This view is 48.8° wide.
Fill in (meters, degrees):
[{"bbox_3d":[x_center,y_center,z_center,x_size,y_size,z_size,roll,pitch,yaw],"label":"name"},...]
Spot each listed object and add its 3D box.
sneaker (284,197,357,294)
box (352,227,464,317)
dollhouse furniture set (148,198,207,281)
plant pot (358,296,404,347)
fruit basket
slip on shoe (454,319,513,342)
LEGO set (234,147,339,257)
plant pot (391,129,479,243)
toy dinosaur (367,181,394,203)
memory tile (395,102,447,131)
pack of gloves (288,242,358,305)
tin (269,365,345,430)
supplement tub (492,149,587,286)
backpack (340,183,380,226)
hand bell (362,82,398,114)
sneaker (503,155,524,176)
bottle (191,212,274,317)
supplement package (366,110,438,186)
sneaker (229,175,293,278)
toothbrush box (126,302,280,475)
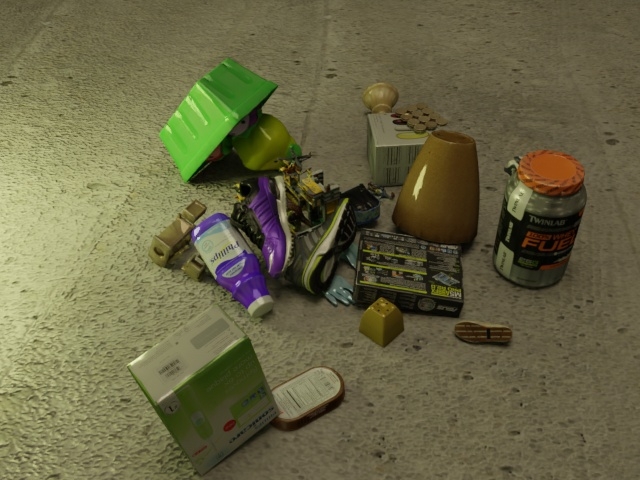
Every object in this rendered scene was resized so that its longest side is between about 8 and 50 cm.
[{"bbox_3d":[0.000,0.000,1.829,0.121,0.111,0.300,10,51,29],"label":"sneaker"},{"bbox_3d":[0.223,0.078,1.788,0.269,0.060,0.216,9,42,0],"label":"box"},{"bbox_3d":[-0.340,0.013,1.903,0.161,0.101,0.182,37,49,4],"label":"dollhouse furniture set"},{"bbox_3d":[0.146,0.185,1.673,0.081,0.083,0.081,31,50,32],"label":"plant pot"},{"bbox_3d":[-0.243,-0.309,2.115,0.391,0.392,0.283,18,44,21],"label":"fruit basket"},{"bbox_3d":[0.385,0.214,1.670,0.135,0.052,0.041,0,1,13],"label":"slip on shoe"},{"bbox_3d":[-0.092,-0.126,1.952,0.254,0.192,0.331,-16,43,-17],"label":"LEGO set"},{"bbox_3d":[0.330,-0.155,1.886,0.236,0.255,0.237,8,25,-4],"label":"plant pot"},{"bbox_3d":[0.181,-0.149,2.092,0.082,0.047,0.090,19,31,-4],"label":"toy dinosaur"},{"bbox_3d":[0.303,-0.372,2.137,0.113,0.012,0.148,-18,42,-19],"label":"memory tile"},{"bbox_3d":[0.055,0.066,1.841,0.195,0.046,0.232,-28,48,-29],"label":"pack of gloves"},{"bbox_3d":[-0.034,0.340,1.536,0.189,0.040,0.106,-24,42,-24],"label":"tin"},{"bbox_3d":[0.546,-0.054,1.762,0.193,0.316,0.194,-1,41,1],"label":"supplement tub"},{"bbox_3d":[0.112,-0.091,1.990,0.105,0.084,0.114,-24,41,-23],"label":"backpack"},{"bbox_3d":[0.207,-0.398,2.345,0.126,0.126,0.242,-1,52,0],"label":"hand bell"},{"bbox_3d":[0.612,-0.180,2.077,0.152,0.094,0.235,11,42,15],"label":"sneaker"},{"bbox_3d":[-0.214,0.065,1.769,0.118,0.092,0.283,-36,67,1],"label":"bottle"},{"bbox_3d":[0.253,-0.284,2.160,0.203,0.149,0.194,-4,40,-3],"label":"supplement package"},{"bbox_3d":[-0.156,-0.034,1.776,0.146,0.102,0.294,2,58,-17],"label":"sneaker"},{"bbox_3d":[-0.219,0.295,1.380,0.206,0.283,0.122,-35,50,-20],"label":"toothbrush box"}]
